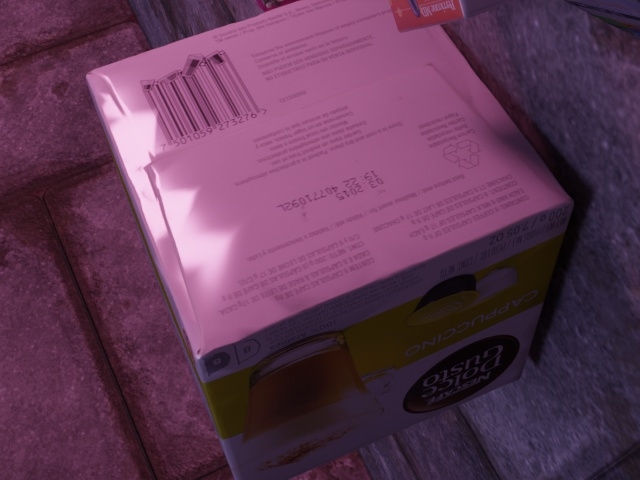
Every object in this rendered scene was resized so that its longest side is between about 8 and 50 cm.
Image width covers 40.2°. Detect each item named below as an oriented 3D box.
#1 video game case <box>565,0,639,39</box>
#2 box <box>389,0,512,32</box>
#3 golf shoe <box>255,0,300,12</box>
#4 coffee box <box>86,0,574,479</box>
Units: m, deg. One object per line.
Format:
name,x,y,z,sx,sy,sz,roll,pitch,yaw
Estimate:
video game case,0.180,-0.113,0.453,0.015,0.166,0.119,-67,30,13
box,0.095,-0.256,0.657,0.170,0.091,0.130,70,167,-13
golf shoe,-0.042,-0.397,0.977,0.306,0.115,0.140,97,158,-54
coffee box,0.000,0.000,0.894,0.334,0.338,0.338,86,159,-54
